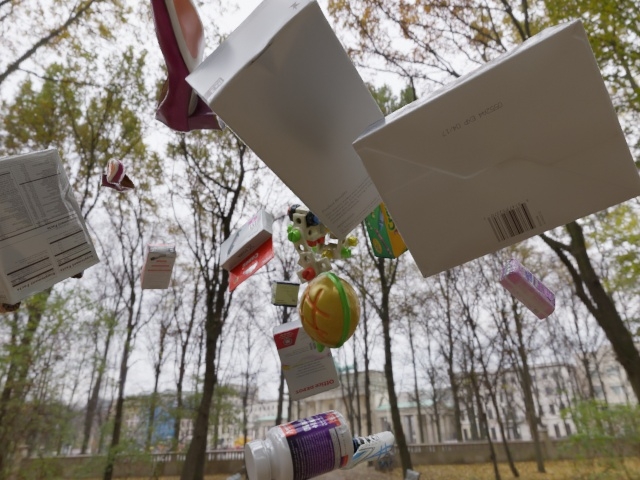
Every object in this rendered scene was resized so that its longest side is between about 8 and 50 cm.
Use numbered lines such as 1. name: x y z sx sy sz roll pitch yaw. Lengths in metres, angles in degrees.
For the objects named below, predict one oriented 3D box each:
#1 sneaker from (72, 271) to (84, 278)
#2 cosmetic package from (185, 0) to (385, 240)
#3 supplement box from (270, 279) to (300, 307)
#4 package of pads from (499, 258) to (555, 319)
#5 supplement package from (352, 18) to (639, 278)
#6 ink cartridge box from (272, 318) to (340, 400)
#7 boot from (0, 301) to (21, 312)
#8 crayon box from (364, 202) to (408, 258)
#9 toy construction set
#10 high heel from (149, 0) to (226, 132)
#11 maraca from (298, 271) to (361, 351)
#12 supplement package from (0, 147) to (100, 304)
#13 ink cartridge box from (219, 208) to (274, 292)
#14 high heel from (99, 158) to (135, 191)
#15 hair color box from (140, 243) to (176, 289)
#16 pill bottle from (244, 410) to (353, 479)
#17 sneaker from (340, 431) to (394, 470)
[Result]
1. sneaker: -0.675 0.000 1.143 0.083 0.087 0.221 4 -46 3
2. cosmetic package: -0.017 -0.199 0.775 0.217 0.156 0.385 -43 -48 1
3. supplement box: -0.121 0.182 1.497 0.083 0.083 0.056 8 -1 -20
4. package of pads: 0.297 0.069 0.628 0.083 0.050 0.032 43 -53 3
5. supplement package: 0.211 -0.109 0.559 0.261 0.145 0.204 -25 -76 23
6. ink cartridge box: -0.037 0.289 1.089 0.127 0.175 0.072 -15 7 -7
7. boot: -0.789 0.102 1.082 0.084 0.158 0.059 -14 -16 28
8. crayon box: 0.187 -0.112 1.147 0.165 0.279 0.081 -28 18 -32
9. toy construction set: 0.000 0.000 1.168 0.151 0.215 0.328 6 20 15
10. high heel: -0.322 -0.358 0.897 0.181 0.127 0.377 6 -31 6
11. maraca: 0.008 0.125 0.750 0.099 0.127 0.186 -3 -24 -21
12. supplement package: -0.646 -0.035 0.911 0.199 0.263 0.198 0 23 30
13. ink cartridge box: -0.299 0.040 1.743 0.275 0.239 0.060 -38 -52 25
14. high heel: -0.659 -0.212 1.468 0.117 0.082 0.244 5 -16 -35
15. hair color box: -0.560 0.092 1.504 0.093 0.053 0.167 4 -52 -32
16. pill bottle: -0.043 0.407 0.846 0.193 0.108 0.108 -5 -21 -26
17. sneaker: 0.156 0.709 1.501 0.237 0.086 0.085 -11 19 -26
